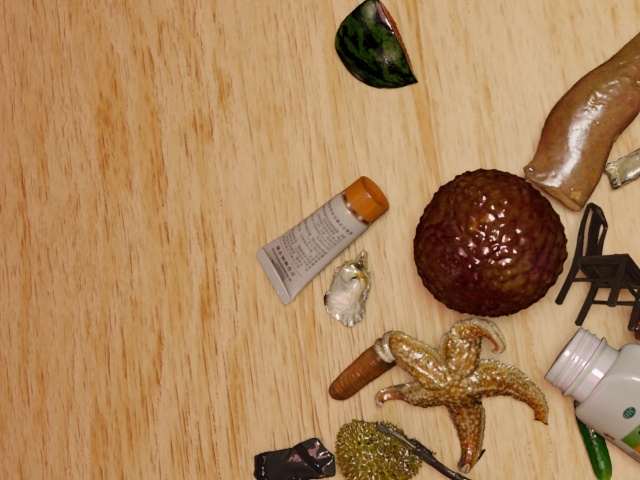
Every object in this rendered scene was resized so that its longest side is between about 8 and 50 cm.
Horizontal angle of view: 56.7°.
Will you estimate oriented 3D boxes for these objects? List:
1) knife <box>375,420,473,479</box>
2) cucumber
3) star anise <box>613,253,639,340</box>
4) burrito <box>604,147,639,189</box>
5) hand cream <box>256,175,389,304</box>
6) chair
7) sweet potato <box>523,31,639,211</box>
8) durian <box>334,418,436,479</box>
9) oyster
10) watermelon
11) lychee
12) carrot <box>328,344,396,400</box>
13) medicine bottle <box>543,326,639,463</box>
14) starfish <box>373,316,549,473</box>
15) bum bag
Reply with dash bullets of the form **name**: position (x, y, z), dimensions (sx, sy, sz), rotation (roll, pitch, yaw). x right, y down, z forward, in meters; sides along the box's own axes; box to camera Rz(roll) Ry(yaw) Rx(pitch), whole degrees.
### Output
- **knife**: position (0.197, 0.393, 1.078), dimensions (0.222, 0.021, 0.045), rotation (28, 139, 17)
- **cucumber**: position (0.465, 0.337, 1.010), dimensions (0.037, 0.037, 0.155), rotation (-20, 79, 22)
- **star anise**: position (0.570, 0.116, 0.935), dimensions (0.177, 0.073, 0.234), rotation (10, 46, 4)
- **burrito**: position (0.564, -0.145, 0.997), dimensions (0.171, 0.042, 0.051), rotation (-32, 71, 22)
- **hand cream**: position (0.000, 0.000, 1.221), dimensions (0.314, 0.089, 0.139), rotation (-36, 72, 23)
- **chair**: position (0.466, 0.031, 0.949), dimensions (0.101, 0.084, 0.212), rotation (-3, 52, 53)
- **sweet potato**: position (0.466, -0.223, 1.003), dimensions (0.131, 0.131, 0.336), rotation (30, 99, 23)
- **durian**: position (0.118, 0.419, 1.131), dimensions (0.208, 0.102, 0.146), rotation (-7, 77, 20)
- **oyster**: position (0.054, 0.104, 1.209), dimensions (0.122, 0.045, 0.146), rotation (-17, 87, 19)
- **watermelon**: position (0.095, -0.384, 1.193), dimensions (0.145, 0.137, 0.193), rotation (-19, 121, 21)
- **lychee**: position (0.283, 0.011, 0.998), dimensions (0.261, 0.260, 0.260), rotation (-2, 86, 24)
- **carrot**: position (0.086, 0.257, 1.178), dimensions (0.186, 0.060, 0.060), rotation (-40, 71, 20)
- **medicine bottle**: position (0.519, 0.271, 0.918), dimensions (0.324, 0.179, 0.124), rotation (38, 57, 23)
- **starfish**: position (0.233, 0.273, 1.071), dimensions (0.312, 0.113, 0.303), rotation (-16, 107, 23)
- **bum bag**: position (-0.061, 0.471, 1.234), dimensions (0.198, 0.049, 0.087), rotation (-22, 82, 21)
